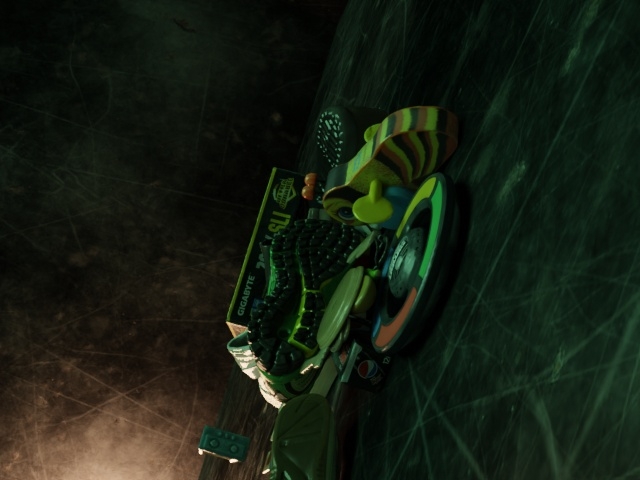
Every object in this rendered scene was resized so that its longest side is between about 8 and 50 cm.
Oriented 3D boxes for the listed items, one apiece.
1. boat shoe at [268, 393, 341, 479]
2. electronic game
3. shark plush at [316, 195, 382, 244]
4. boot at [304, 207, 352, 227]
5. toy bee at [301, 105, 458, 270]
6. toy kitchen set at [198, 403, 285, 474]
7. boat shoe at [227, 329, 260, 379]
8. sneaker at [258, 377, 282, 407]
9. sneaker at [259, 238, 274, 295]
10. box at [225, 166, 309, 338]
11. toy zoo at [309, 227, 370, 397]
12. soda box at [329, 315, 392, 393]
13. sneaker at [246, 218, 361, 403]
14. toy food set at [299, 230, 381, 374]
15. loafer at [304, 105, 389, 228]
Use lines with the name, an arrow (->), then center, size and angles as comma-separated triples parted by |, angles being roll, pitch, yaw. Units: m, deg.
boat shoe -> -0.023, 0.341, 1.074 | 0.302, 0.109, 0.098 | -79, -28, -46
electronic game -> 0.109, 0.028, 1.024 | 0.229, 0.048, 0.229 | -161, 90, -82
shark plush -> 0.040, -0.046, 1.419 | 0.073, 0.161, 0.067 | -19, -61, -47
boot -> 0.000, 0.000, 1.503 | 0.042, 0.087, 0.118 | -87, 19, -72
toy bee -> 0.063, -0.070, 1.182 | 0.195, 0.162, 0.298 | -91, 21, -64
toy kitchen set -> -0.102, 0.283, 1.472 | 0.122, 0.166, 0.207 | 124, 163, -64
boat shoe -> -0.079, 0.159, 1.469 | 0.096, 0.088, 0.267 | -53, 9, -35
sneaker -> -0.049, 0.224, 1.653 | 0.126, 0.091, 0.240 | -38, -28, -38
sneaker -> -0.041, 0.042, 1.460 | 0.222, 0.083, 0.118 | -37, -63, -78
box -> -0.097, 0.049, 1.716 | 0.257, 0.079, 0.322 | 93, -168, -73
toy zoo -> 0.036, 0.100, 1.444 | 0.293, 0.030, 0.192 | -82, 13, -54
soda box -> 0.051, 0.146, 1.136 | 0.169, 0.053, 0.060 | -122, 52, -80
sneaker -> -0.028, 0.095, 1.305 | 0.343, 0.134, 0.146 | -66, -18, -44
toy food set -> 0.036, 0.092, 1.112 | 0.192, 0.038, 0.132 | -66, 6, -20
loafer -> 0.060, -0.103, 1.547 | 0.366, 0.130, 0.134 | 104, 147, -57
